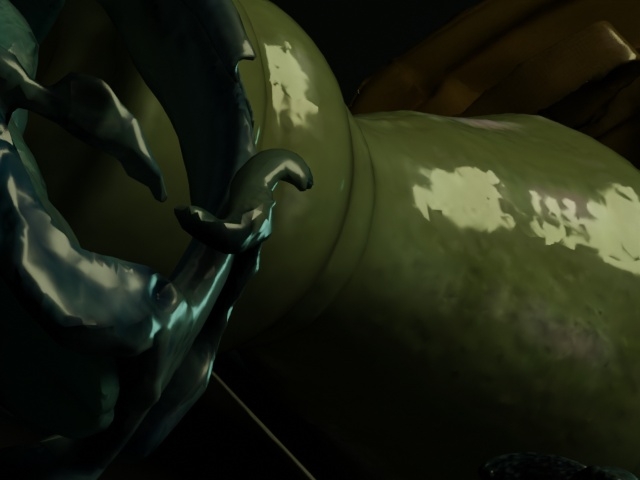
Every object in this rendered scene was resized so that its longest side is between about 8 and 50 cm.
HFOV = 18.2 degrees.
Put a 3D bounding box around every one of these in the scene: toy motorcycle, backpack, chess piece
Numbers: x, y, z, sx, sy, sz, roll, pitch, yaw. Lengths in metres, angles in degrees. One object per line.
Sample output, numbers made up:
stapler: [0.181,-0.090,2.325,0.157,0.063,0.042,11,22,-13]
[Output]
toy motorcycle: [-0.118,-0.042,0.598,0.206,0.154,0.260,-2,49,-25]
backpack: [0.155,0.024,1.235,0.353,0.378,0.201,50,0,-4]
chess piece: [0.000,0.000,0.900,0.442,0.234,0.234,27,16,-49]

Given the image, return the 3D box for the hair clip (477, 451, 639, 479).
hair clip: [0.155,0.205,0.831,0.206,0.194,0.310,39,3,30]
